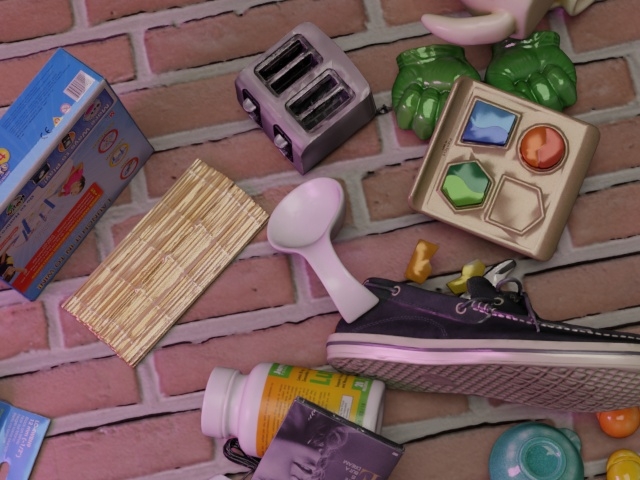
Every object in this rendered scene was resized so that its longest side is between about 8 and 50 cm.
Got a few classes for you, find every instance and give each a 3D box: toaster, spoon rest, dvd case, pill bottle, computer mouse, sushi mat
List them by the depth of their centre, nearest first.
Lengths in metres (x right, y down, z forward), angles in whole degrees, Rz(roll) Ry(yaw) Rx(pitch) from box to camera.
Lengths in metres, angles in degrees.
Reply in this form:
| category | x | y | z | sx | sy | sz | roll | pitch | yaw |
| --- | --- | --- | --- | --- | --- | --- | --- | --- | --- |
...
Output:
| category | x | y | z | sx | sy | sz | roll | pitch | yaw |
| --- | --- | --- | --- | --- | --- | --- | --- | --- | --- |
| dvd case | -0.004 | 0.330 | 1.857 | 0.164 | 0.018 | 0.221 | 26 | 121 | -3 |
| pill bottle | -0.038 | 0.247 | 1.910 | 0.245 | 0.136 | 0.136 | 9 | 76 | 8 |
| computer mouse | -0.148 | 0.378 | 1.936 | 0.106 | 0.042 | 0.193 | 42 | 83 | 13 |
| spoon rest | 0.000 | 0.000 | 1.947 | 0.137 | 0.084 | 0.276 | -37 | 41 | 6 |
| toaster | -0.015 | -0.219 | 2.045 | 0.185 | 0.110 | 0.168 | -39 | 76 | -5 |
| sushi mat | -0.233 | 0.031 | 2.048 | 0.151 | 0.019 | 0.316 | 40 | 82 | 15 |

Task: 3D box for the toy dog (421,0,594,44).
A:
| category | x | y | z | sx | sy | sz | roll | pitch | yaw |
| --- | --- | --- | --- | --- | --- | --- | --- | --- | --- |
| toy dog | 0.232 | -0.501 | 2.028 | 0.408 | 0.284 | 0.395 | 43 | 90 | 21 |

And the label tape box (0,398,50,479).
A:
| category | x | y | z | sx | sy | sz | roll | pitch | yaw |
| --- | --- | --- | --- | --- | --- | --- | --- | --- | --- |
| label tape box | -0.607 | 0.314 | 1.965 | 0.347 | 0.115 | 0.249 | 17 | 78 | 12 |

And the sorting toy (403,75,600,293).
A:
| category | x | y | z | sx | sy | sz | roll | pitch | yaw |
| --- | --- | --- | --- | --- | --- | --- | --- | --- | --- |
| sorting toy | 0.248 | -0.061 | 1.946 | 0.229 | 0.041 | 0.307 | 22 | 88 | 3 |

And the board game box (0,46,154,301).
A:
| category | x | y | z | sx | sy | sz | roll | pitch | yaw |
| --- | --- | --- | --- | --- | --- | --- | --- | --- | --- |
| board game box | -0.398 | -0.085 | 1.950 | 0.086 | 0.302 | 0.308 | 36 | 81 | 14 |

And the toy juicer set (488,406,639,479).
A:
| category | x | y | z | sx | sy | sz | roll | pitch | yaw |
| --- | --- | --- | --- | --- | --- | --- | --- | --- | --- |
| toy juicer set | 0.336 | 0.332 | 1.876 | 0.209 | 0.089 | 0.329 | 21 | 67 | 7 |

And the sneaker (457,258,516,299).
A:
| category | x | y | z | sx | sy | sz | roll | pitch | yaw |
| --- | --- | --- | --- | --- | --- | --- | --- | --- | --- |
| sneaker | 0.249 | 0.070 | 1.983 | 0.109 | 0.040 | 0.044 | -41 | 86 | 0 |

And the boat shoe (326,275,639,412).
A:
| category | x | y | z | sx | sy | sz | roll | pitch | yaw |
| --- | --- | --- | --- | --- | --- | --- | --- | --- | --- |
| boat shoe | 0.240 | 0.130 | 1.838 | 0.500 | 0.187 | 0.156 | 3 | 63 | 33 |

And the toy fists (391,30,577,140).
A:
| category | x | y | z | sx | sy | sz | roll | pitch | yaw |
| --- | --- | --- | --- | --- | --- | --- | --- | --- | --- |
| toy fists | 0.246 | -0.229 | 2.029 | 0.279 | 0.096 | 0.142 | -7 | 77 | 3 |
